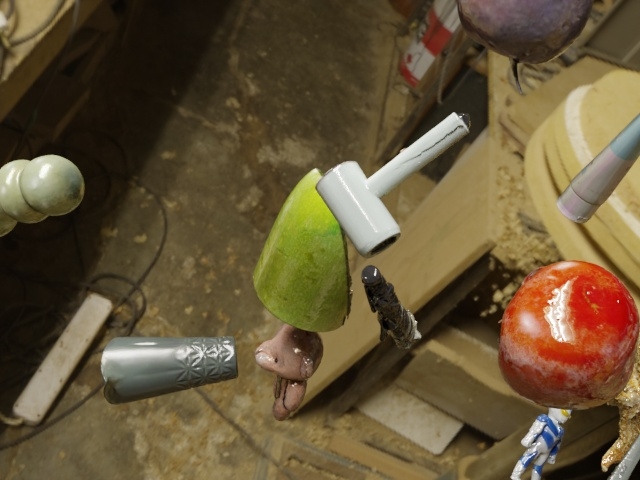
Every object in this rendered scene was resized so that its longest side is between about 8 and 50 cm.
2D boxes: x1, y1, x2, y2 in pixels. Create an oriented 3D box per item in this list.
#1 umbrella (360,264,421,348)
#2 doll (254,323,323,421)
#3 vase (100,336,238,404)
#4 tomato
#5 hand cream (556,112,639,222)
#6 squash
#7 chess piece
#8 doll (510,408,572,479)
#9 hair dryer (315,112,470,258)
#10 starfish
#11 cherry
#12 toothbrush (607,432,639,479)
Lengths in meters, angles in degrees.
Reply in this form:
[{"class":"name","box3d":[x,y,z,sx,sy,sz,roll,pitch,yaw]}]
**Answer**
[{"class":"umbrella","box3d":[0.179,0.182,1.881,0.358,0.106,0.113,55,21,-48]},{"class":"doll","box3d":[-0.098,0.321,1.684,0.156,0.303,0.201,10,37,-17]},{"class":"vase","box3d":[-0.350,0.293,1.637,0.300,0.251,0.156,-5,93,-6]},{"class":"tomato","box3d":[0.303,0.119,0.830,0.151,0.187,0.187,7,30,34]},{"class":"hand cream","box3d":[0.511,-0.158,1.156,0.070,0.312,0.111,39,43,15]},{"class":"squash","box3d":[0.000,0.000,1.395,0.210,0.309,0.234,9,38,-31]},{"class":"chess piece","box3d":[-0.526,-0.083,1.199,0.144,0.251,0.145,-10,90,-68]},{"class":"doll","box3d":[0.495,0.434,1.503,0.114,0.057,0.228,33,77,-28]},{"class":"hair dryer","box3d":[0.120,-0.092,0.961,0.131,0.236,0.073,56,13,16]},{"class":"starfish","box3d":[0.662,0.287,1.433,0.301,0.084,0.294,-24,87,-2]},{"class":"cherry","box3d":[0.314,-0.382,1.059,0.183,0.266,0.213,-11,38,-38]},{"class":"toothbrush","box3d":[0.575,0.341,1.206,0.030,0.031,0.297,43,61,10]}]
